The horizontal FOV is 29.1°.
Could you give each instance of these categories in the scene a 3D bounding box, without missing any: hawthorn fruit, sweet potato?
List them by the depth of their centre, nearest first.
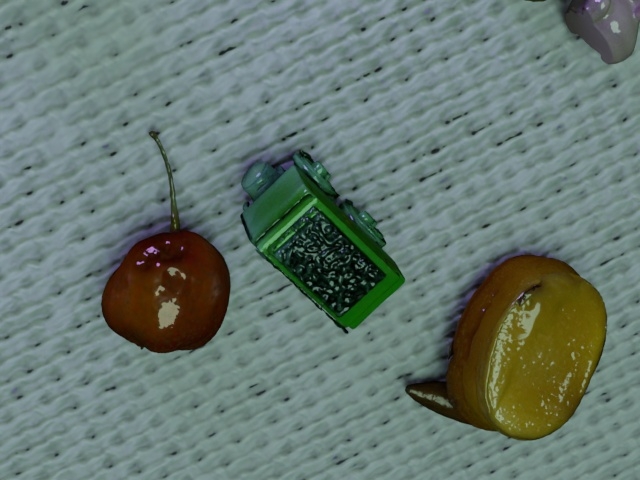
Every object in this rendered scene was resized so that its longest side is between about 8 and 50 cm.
[{"bbox_3d":[-0.193,0.004,1.605,0.165,0.165,0.285,6,95,-15],"label":"hawthorn fruit"},{"bbox_3d":[0.242,0.253,1.846,0.264,0.057,0.057,18,108,-19],"label":"sweet potato"}]

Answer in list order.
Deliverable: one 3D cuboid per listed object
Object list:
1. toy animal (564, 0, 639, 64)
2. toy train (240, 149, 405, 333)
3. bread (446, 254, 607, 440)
[{"bbox_3d":[0.423,-0.334,1.600,0.212,0.124,0.124,-45,115,2],"label":"toy animal"},{"bbox_3d":[0.000,0.000,1.606,0.132,0.188,0.243,-43,117,8],"label":"toy train"},{"bbox_3d":[0.292,0.153,1.758,0.195,0.142,0.270,19,93,-21],"label":"bread"}]
